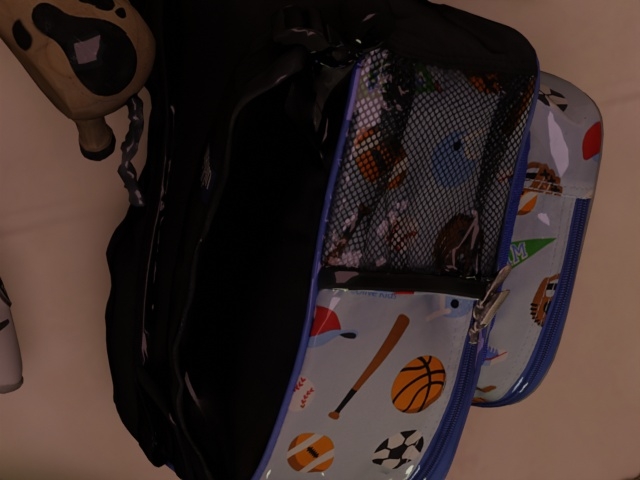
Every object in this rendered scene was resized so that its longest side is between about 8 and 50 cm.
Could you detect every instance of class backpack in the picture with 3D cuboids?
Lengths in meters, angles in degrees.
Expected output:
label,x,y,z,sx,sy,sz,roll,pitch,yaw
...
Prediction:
label,x,y,z,sx,sy,sz,roll,pitch,yaw
backpack,0.000,0.000,0.916,0.213,0.276,0.263,14,99,-23

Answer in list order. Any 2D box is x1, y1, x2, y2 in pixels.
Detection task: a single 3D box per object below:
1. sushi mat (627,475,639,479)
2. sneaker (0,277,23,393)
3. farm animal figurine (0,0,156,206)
label,x,y,z,sx,sy,sz,roll,pitch,yaw
sushi mat,0.278,0.264,1.098,0.151,0.019,0.316,-24,100,-4
sneaker,-0.305,0.105,0.938,0.330,0.122,0.146,-29,99,-3
farm animal figurine,-0.252,-0.158,0.843,0.330,0.172,0.327,-8,78,-8
